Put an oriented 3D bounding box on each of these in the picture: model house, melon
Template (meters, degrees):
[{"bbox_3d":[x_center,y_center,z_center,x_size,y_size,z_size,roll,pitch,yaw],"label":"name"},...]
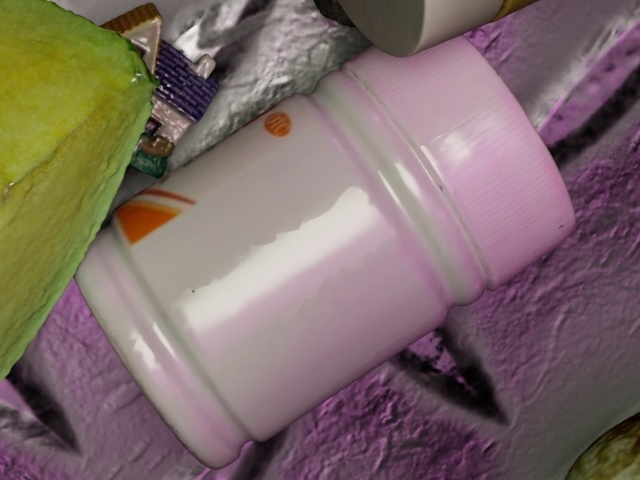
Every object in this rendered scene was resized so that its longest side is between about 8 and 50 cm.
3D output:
[{"bbox_3d":[-0.129,-0.114,1.049,0.101,0.088,0.100,38,93,-18],"label":"model house"},{"bbox_3d":[-0.330,-0.058,0.902,0.343,0.226,0.331,35,103,11],"label":"melon"}]

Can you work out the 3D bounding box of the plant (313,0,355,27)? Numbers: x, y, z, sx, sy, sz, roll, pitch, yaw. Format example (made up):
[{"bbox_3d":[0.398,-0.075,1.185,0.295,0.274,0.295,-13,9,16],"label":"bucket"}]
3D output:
[{"bbox_3d":[0.050,-0.222,1.064,0.094,0.092,0.143,28,101,-6],"label":"plant"}]

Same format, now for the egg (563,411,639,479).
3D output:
[{"bbox_3d":[0.317,0.238,1.122,0.289,0.238,0.238,-12,103,-23],"label":"egg"}]

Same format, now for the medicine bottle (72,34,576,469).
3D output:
[{"bbox_3d":[0.000,0.000,1.035,0.316,0.202,0.202,-32,104,-3],"label":"medicine bottle"}]

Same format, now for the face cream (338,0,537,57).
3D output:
[{"bbox_3d":[0.091,-0.249,0.905,0.179,0.218,0.218,-25,104,-12],"label":"face cream"}]
